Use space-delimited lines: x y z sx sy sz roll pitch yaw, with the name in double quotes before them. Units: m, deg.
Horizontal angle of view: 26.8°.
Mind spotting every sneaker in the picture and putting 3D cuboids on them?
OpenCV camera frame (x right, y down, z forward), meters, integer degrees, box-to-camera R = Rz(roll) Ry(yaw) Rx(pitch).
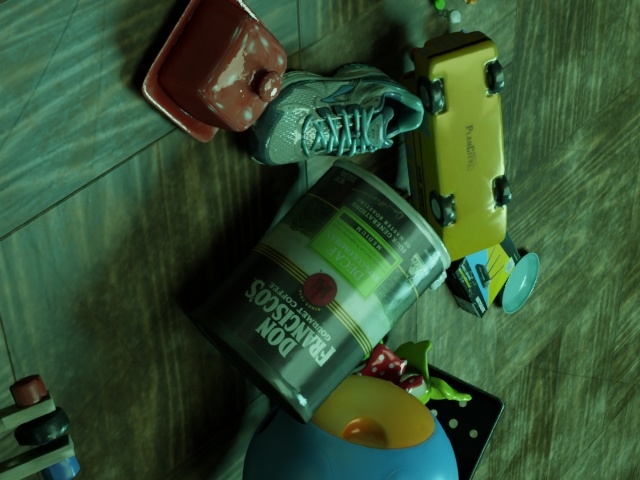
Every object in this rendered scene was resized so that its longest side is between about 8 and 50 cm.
"sneaker" 0.025 -0.156 1.686 0.283 0.122 0.110 -27 132 -45

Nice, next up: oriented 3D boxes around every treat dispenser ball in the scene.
"treat dispenser ball" 0.040 0.323 1.796 0.288 0.288 0.288 -35 138 -39

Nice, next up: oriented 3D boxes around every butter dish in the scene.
"butter dish" -0.094 -0.187 1.493 0.160 0.118 0.160 -61 148 -7

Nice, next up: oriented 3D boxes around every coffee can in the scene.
"coffee can" -0.001 0.063 1.693 0.275 0.201 0.201 -47 146 -11

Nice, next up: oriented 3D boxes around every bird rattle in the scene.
"bird rattle" 0.110 0.257 2.043 0.207 0.143 0.253 -56 163 23

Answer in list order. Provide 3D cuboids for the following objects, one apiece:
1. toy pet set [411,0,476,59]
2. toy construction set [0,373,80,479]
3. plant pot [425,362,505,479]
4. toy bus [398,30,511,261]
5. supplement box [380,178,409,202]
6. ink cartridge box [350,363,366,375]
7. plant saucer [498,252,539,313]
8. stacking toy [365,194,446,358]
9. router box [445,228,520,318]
"toy pet set" 0.182 -0.288 1.905 0.114 0.065 0.122 29 84 -24
"toy construction set" -0.370 0.279 1.370 0.237 0.257 0.309 -22 128 14
"plant pot" 0.203 0.311 2.242 0.188 0.187 0.167 -66 160 3
"toy bus" 0.184 -0.131 1.855 0.108 0.130 0.332 -19 125 -14
"supplement box" 0.096 -0.038 1.940 0.043 0.055 0.083 -40 141 -32
"ink cartridge box" 0.019 0.294 2.097 0.145 0.045 0.179 -19 109 -48
"plant saucer" 0.354 0.074 2.431 0.119 0.021 0.119 -34 137 -39
"stacking toy" 0.101 0.059 2.028 0.221 0.052 0.167 -46 143 -23
"router box" 0.265 0.033 2.246 0.133 0.046 0.179 -56 148 -13
